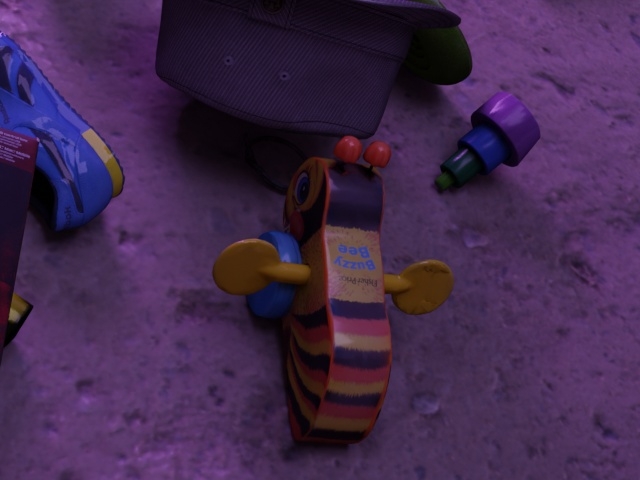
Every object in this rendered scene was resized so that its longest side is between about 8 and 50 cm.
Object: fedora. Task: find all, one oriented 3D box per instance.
[{"bbox_3d":[-0.028,-0.155,1.289,0.275,0.244,0.124,12,93,-8],"label":"fedora"}]

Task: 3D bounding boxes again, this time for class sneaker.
[{"bbox_3d":[-0.248,-0.093,1.191,0.209,0.069,0.082,46,50,8],"label":"sneaker"}]

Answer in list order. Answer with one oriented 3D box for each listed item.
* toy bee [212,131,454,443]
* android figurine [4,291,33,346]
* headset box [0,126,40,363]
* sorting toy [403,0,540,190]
[{"bbox_3d":[0.000,0.000,1.203,0.195,0.162,0.298,-15,65,-36],"label":"toy bee"},{"bbox_3d":[-0.344,0.008,1.067,0.273,0.056,0.248,38,46,-2],"label":"android figurine"},{"bbox_3d":[-0.309,0.019,0.963,0.218,0.110,0.293,18,50,-20],"label":"headset box"},{"bbox_3d":[0.042,-0.188,1.437,0.126,0.127,0.365,-40,83,-14],"label":"sorting toy"}]
